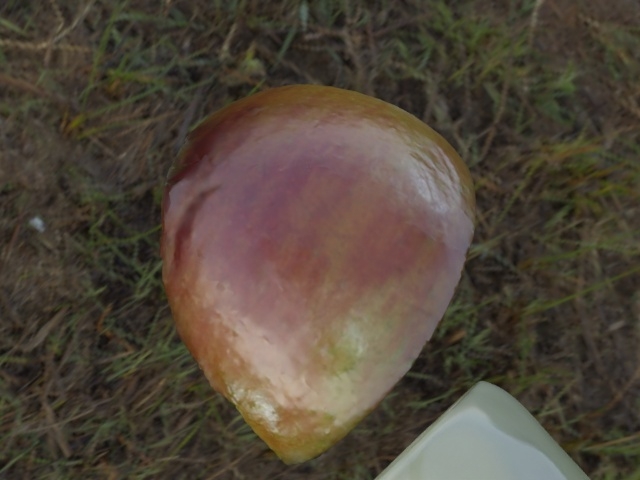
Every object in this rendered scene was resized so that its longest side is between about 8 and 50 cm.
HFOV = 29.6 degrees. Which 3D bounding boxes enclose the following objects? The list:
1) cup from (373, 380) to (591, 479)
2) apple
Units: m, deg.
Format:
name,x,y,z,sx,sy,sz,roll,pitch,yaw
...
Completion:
name,x,y,z,sx,sy,sz,roll,pitch,yaw
cup,0.071,0.229,0.645,0.255,0.173,0.202,-41,81,-17
apple,0.000,0.000,1.023,0.254,0.179,0.346,9,51,11
